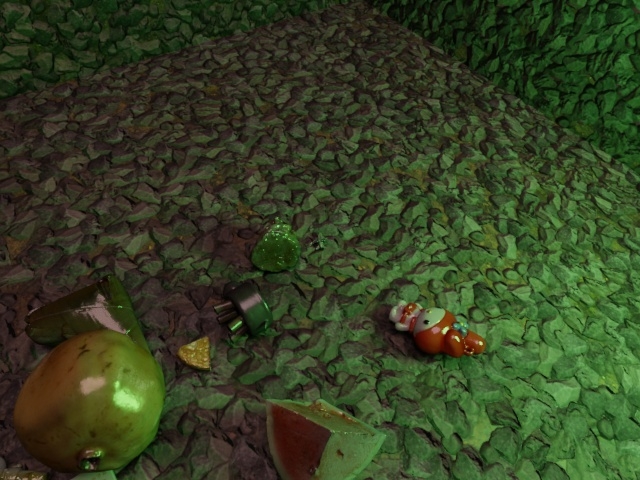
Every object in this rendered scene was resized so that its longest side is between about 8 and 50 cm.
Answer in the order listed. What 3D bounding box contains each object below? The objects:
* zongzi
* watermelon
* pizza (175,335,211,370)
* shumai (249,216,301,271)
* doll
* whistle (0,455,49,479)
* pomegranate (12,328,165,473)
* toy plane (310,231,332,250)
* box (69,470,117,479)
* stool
[{"bbox_3d":[-0.646,0.276,1.289,0.274,0.145,0.300,-25,65,-20],"label":"zongzi"},{"bbox_3d":[-0.011,0.501,1.173,0.260,0.176,0.256,20,40,37],"label":"watermelon"},{"bbox_3d":[-0.352,0.327,1.351,0.123,0.026,0.108,22,49,13],"label":"pizza"},{"bbox_3d":[-0.167,0.008,1.566,0.184,0.184,0.142,-11,30,-15],"label":"shumai"},{"bbox_3d":[0.355,0.276,1.412,0.290,0.130,0.161,25,38,31],"label":"doll"},{"bbox_3d":[-0.758,0.568,1.098,0.198,0.057,0.104,9,35,-10],"label":"whistle"},{"bbox_3d":[-0.542,0.387,1.099,0.332,0.332,0.332,3,51,-4],"label":"pomegranate"},{"bbox_3d":[0.000,-0.002,1.651,0.080,0.033,0.083,-10,52,4],"label":"toy plane"},{"bbox_3d":[-0.516,0.643,1.076,0.122,0.032,0.220,-26,58,-26],"label":"box"},{"bbox_3d":[-0.242,0.215,1.394,0.139,0.153,0.228,-30,18,-23],"label":"stool"}]
